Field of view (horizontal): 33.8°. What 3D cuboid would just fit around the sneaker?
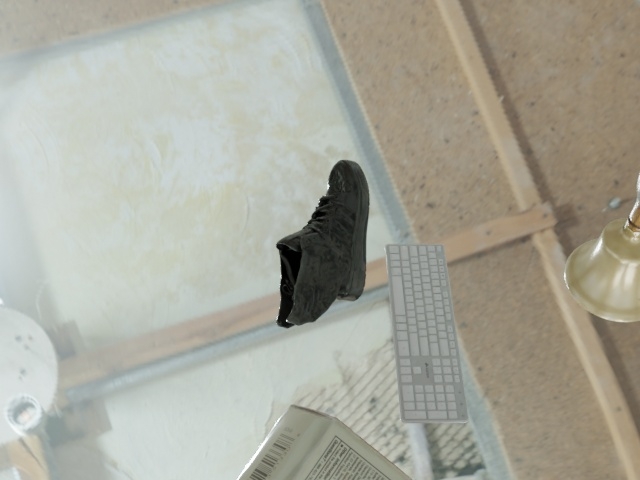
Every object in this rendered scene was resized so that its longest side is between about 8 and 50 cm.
[{"bbox_3d":[-0.001,0.000,1.014,0.089,0.051,0.170,6,-103,-31],"label":"sneaker"}]

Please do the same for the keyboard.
[{"bbox_3d":[0.117,0.098,1.192,0.072,0.014,0.256,4,-134,-6],"label":"keyboard"}]

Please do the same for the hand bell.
[{"bbox_3d":[0.360,-0.026,1.190,0.126,0.242,0.126,0,-128,0],"label":"hand bell"}]

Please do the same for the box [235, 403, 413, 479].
[{"bbox_3d":[0.033,0.288,1.018,0.232,0.127,0.149,41,-106,-16],"label":"box"}]
